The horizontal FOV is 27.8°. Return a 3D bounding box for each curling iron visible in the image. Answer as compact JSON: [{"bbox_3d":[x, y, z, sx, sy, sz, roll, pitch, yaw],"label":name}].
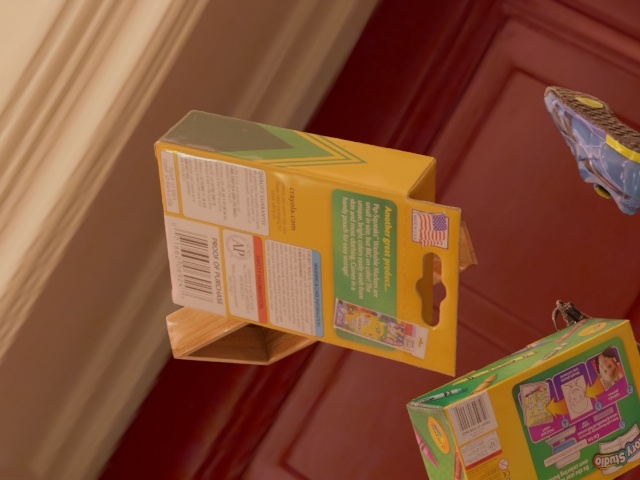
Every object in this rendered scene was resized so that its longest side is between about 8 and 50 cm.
[{"bbox_3d":[0.441,0.165,1.855,0.035,0.274,0.068,-49,19,34],"label":"curling iron"}]

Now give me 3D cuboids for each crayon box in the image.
[{"bbox_3d":[0.000,0.000,1.306,0.083,0.323,0.203,-50,-33,-48],"label":"crayon box"},{"bbox_3d":[0.250,0.212,1.470,0.278,0.081,0.165,-21,-82,-27],"label":"crayon box"}]

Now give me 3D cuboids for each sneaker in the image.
[{"bbox_3d":[0.288,-0.099,1.383,0.069,0.209,0.082,3,-62,-24],"label":"sneaker"}]

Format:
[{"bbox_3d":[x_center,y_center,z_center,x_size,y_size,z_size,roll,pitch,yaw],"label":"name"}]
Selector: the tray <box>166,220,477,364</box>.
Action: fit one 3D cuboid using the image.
[{"bbox_3d":[-0.005,0.070,1.833,0.411,0.076,0.203,-27,-24,34],"label":"tray"}]
